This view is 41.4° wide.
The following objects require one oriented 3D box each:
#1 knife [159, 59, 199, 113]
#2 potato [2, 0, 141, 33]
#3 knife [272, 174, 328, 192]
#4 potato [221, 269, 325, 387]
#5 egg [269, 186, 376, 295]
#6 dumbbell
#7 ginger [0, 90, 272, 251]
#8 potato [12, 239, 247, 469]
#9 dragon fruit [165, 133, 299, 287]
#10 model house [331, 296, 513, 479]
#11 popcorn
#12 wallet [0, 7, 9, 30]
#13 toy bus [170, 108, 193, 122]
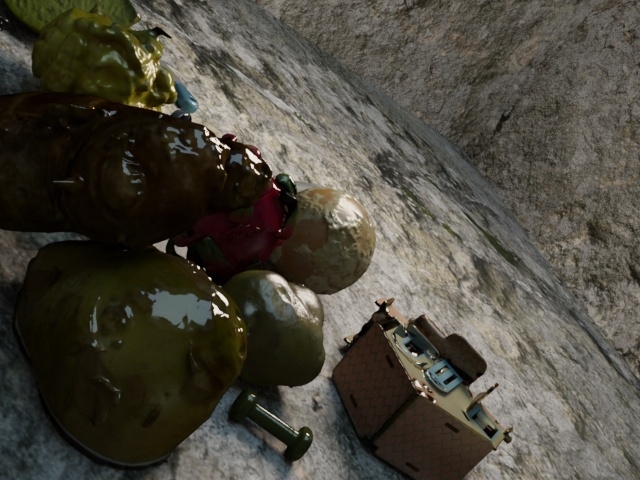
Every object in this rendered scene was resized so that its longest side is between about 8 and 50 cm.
[{"bbox_3d":[-0.334,-0.364,1.960,0.058,0.032,0.244,21,24,-40],"label":"knife"},{"bbox_3d":[-0.539,-0.521,1.692,0.330,0.213,0.280,60,-10,-13],"label":"potato"},{"bbox_3d":[-0.060,-0.119,1.936,0.073,0.040,0.266,39,16,28],"label":"knife"},{"bbox_3d":[-0.073,0.130,1.222,0.200,0.137,0.154,29,31,-45],"label":"potato"},{"bbox_3d":[0.000,0.000,1.551,0.203,0.203,0.245,43,-2,3],"label":"egg"},{"bbox_3d":[-0.065,0.246,1.136,0.118,0.046,0.052,38,15,-9],"label":"dumbbell"},{"bbox_3d":[-0.285,-0.084,0.983,0.419,0.176,0.254,6,7,12],"label":"ginger"},{"bbox_3d":[-0.206,0.089,0.989,0.246,0.196,0.299,21,27,-48],"label":"potato"},{"bbox_3d":[-0.148,-0.020,1.285,0.198,0.272,0.218,30,22,13],"label":"dragon fruit"},{"bbox_3d":[0.154,0.244,1.377,0.326,0.169,0.244,48,22,15],"label":"model house"},{"bbox_3d":[-0.364,-0.292,1.448,0.249,0.225,0.249,31,21,-13],"label":"popcorn"},{"bbox_3d":[-0.692,-0.501,1.540,0.170,0.044,0.321,18,29,-54],"label":"wallet"},{"bbox_3d":[-0.270,-0.120,1.365,0.145,0.151,0.331,36,19,17],"label":"toy bus"}]
